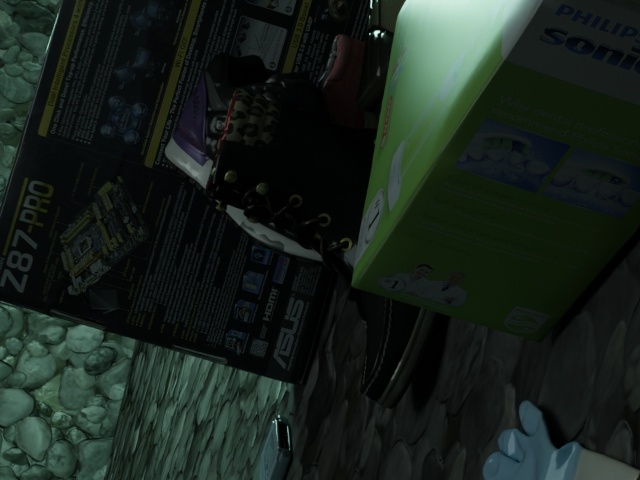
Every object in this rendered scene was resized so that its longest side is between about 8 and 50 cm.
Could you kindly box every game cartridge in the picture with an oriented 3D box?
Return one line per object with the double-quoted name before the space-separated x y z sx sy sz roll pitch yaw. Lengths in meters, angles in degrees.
"game cartridge" -0.043 0.205 1.769 0.083 0.017 0.056 -98 29 -68

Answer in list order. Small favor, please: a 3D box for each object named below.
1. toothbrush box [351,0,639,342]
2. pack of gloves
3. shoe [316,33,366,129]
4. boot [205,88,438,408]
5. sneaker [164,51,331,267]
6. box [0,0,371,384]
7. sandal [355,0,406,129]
"toothbrush box" 0.126 -0.109 1.003 0.283 0.122 0.206 118 165 -54
"pack of gloves" 0.085 0.183 0.977 0.232 0.046 0.195 -148 74 -80
"shoe" 0.026 -0.090 1.670 0.063 0.081 0.178 -178 104 -80
"boot" 0.000 0.000 1.368 0.085 0.179 0.236 119 165 -52
"sneaker" -0.031 -0.074 1.605 0.283 0.107 0.124 37 112 43
"box" -0.116 -0.094 1.784 0.097 0.318 0.395 -159 84 -81
"sandal" 0.076 -0.135 1.485 0.303 0.086 0.120 85 -168 -74
